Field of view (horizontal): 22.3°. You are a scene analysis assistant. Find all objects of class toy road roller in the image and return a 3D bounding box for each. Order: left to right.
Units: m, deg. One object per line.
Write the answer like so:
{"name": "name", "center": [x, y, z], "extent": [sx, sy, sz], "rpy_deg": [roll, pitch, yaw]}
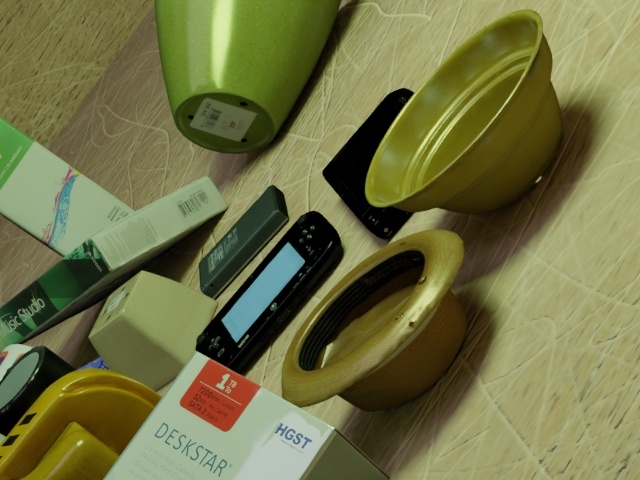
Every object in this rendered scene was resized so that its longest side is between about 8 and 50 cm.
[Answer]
{"name": "toy road roller", "center": [-0.256, 0.268, 1.494], "extent": [0.329, 0.202, 0.240], "rpy_deg": [-52, 20, -10]}

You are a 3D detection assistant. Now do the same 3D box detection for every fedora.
{"name": "fedora", "center": [0.056, 0.078, 1.313], "extent": [0.194, 0.079, 0.194], "rpy_deg": [-39, 19, 16]}

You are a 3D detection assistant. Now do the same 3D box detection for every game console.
{"name": "game console", "center": [0.000, 0.000, 1.666], "extent": [0.361, 0.044, 0.213], "rpy_deg": [-50, 17, 4]}

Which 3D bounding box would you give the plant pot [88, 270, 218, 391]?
{"name": "plant pot", "center": [-0.200, 0.101, 1.864], "extent": [0.109, 0.096, 0.109], "rpy_deg": [-35, 24, 41]}

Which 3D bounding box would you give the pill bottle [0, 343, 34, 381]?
{"name": "pill bottle", "center": [-0.404, 0.238, 2.071], "extent": [0.108, 0.108, 0.193], "rpy_deg": [-25, 31, 54]}

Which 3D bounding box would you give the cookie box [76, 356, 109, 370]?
{"name": "cookie box", "center": [-0.293, 0.202, 1.982], "extent": [0.092, 0.040, 0.107], "rpy_deg": [-29, 27, 48]}

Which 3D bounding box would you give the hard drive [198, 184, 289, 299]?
{"name": "hard drive", "center": [-0.092, 0.001, 1.922], "extent": [0.135, 0.022, 0.094], "rpy_deg": [-47, 18, 12]}

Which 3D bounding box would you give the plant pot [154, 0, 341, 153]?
{"name": "plant pot", "center": [-0.110, -0.273, 2.188], "extent": [0.275, 0.274, 0.294], "rpy_deg": [-32, 41, 46]}

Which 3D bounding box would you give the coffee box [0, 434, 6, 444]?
{"name": "coffee box", "center": [-0.490, 0.324, 1.728], "extent": [0.334, 0.338, 0.337], "rpy_deg": [-57, 18, -19]}

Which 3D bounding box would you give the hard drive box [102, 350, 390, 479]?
{"name": "hard drive box", "center": [-0.088, 0.226, 1.251], "extent": [0.181, 0.089, 0.232], "rpy_deg": [22, 72, 46]}

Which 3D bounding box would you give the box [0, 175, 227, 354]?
{"name": "box", "center": [-0.295, 0.040, 2.139], "extent": [0.322, 0.058, 0.232], "rpy_deg": [-35, -3, 42]}

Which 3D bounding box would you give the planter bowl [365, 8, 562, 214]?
{"name": "planter bowl", "center": [0.144, -0.089, 1.413], "extent": [0.217, 0.090, 0.217], "rpy_deg": [-44, 19, 20]}

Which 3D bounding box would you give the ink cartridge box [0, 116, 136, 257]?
{"name": "ink cartridge box", "center": [-0.403, -0.062, 2.395], "extent": [0.117, 0.278, 0.201], "rpy_deg": [-56, 18, -5]}
